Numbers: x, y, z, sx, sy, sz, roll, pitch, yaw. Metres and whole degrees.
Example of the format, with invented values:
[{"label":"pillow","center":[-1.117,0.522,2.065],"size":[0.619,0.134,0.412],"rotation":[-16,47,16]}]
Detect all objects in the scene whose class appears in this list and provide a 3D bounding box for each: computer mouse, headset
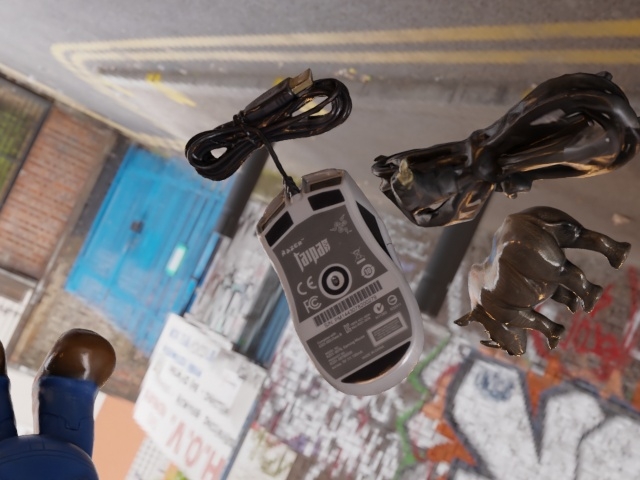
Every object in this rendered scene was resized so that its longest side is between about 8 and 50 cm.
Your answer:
[{"label":"computer mouse","center":[0.000,0.000,0.560],"size":[0.193,0.106,0.042],"rotation":[65,-166,21]},{"label":"headset","center":[0.058,-0.211,0.392],"size":[0.243,0.394,0.185],"rotation":[0,166,-32]}]

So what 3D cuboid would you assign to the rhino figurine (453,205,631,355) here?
[{"label":"rhino figurine","center":[0.192,0.048,0.937],"size":[0.106,0.073,0.243],"rotation":[32,151,7]}]

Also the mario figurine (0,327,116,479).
[{"label":"mario figurine","center":[-0.174,0.170,0.648],"size":[0.320,0.198,0.170],"rotation":[-116,2,-45]}]
